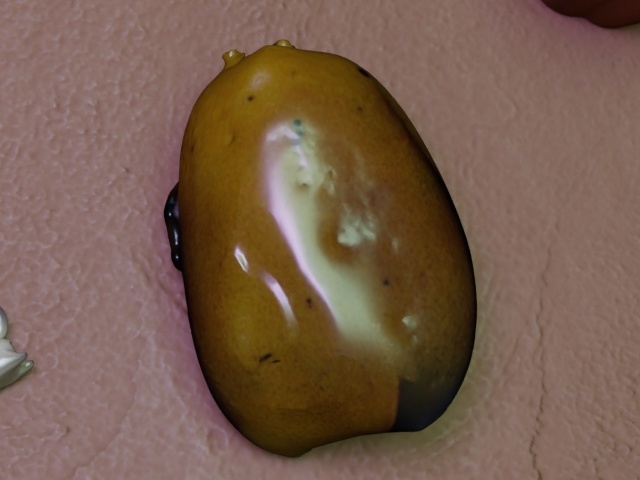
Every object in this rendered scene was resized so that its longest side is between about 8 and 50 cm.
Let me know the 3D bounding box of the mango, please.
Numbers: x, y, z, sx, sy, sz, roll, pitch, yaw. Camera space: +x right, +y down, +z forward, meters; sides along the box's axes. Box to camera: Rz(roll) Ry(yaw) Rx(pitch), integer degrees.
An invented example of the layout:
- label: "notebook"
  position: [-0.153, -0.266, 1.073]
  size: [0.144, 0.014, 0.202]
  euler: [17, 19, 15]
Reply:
- label: "mango"
  position: [0.000, 0.000, 1.226]
  size: [0.201, 0.152, 0.287]
  euler: [-15, 82, -26]

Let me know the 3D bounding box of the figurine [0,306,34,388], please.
- label: "figurine"
  position: [-0.236, 0.085, 1.203]
  size: [0.083, 0.047, 0.050]
  euler: [-34, 71, -13]

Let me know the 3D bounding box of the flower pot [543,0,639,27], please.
- label: "flower pot"
  position: [0.231, -0.248, 1.337]
  size: [0.190, 0.173, 0.191]
  euler: [4, 75, -15]
